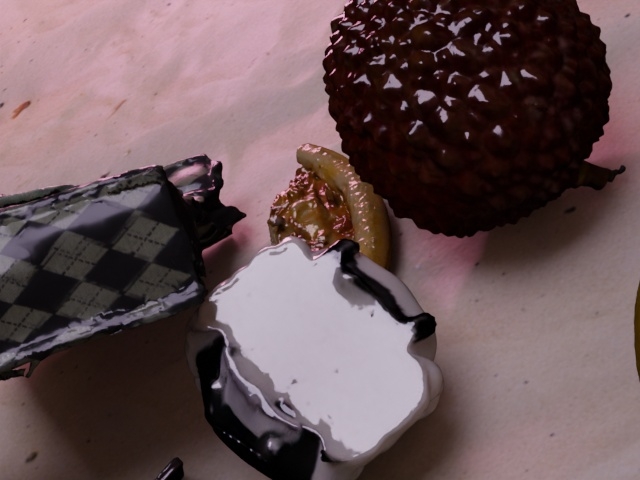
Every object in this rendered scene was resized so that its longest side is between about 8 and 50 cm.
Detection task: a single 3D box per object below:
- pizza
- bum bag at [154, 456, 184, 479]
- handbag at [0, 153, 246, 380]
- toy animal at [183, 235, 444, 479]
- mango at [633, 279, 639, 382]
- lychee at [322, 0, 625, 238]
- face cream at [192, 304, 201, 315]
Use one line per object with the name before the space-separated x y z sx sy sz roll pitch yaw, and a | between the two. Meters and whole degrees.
pizza | 0.005 -0.004 1.650 0.134 0.056 0.271 -13 43 12
bum bag | -0.181 0.255 1.491 0.026 0.109 0.159 42 73 7
handbag | -0.235 0.014 1.581 0.317 0.180 0.416 -20 3 2
toy animal | 0.001 0.115 1.457 0.204 0.156 0.208 -43 70 -11
mango | 0.367 0.099 1.184 0.301 0.220 0.445 -8 50 26
lychee | 0.141 -0.126 1.538 0.264 0.300 0.264 -55 6 9
face cream | -0.095 0.087 1.653 0.040 0.021 0.083 -40 41 -6
